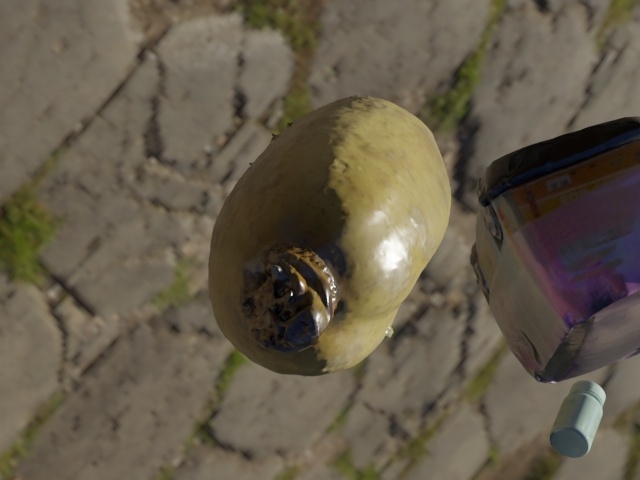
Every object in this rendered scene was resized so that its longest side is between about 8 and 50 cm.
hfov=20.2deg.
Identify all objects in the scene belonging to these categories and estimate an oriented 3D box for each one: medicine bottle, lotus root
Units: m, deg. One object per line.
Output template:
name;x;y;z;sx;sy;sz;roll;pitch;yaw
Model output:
medicine bottle;0.285;0.197;1.986;0.083;0.047;0.047;-59;162;-45
lotus root;0.000;0.000;1.257;0.169;0.151;0.343;-62;176;23

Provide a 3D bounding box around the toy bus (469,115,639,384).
toy bus;0.240;0.030;1.694;0.171;0.162;0.386;-18;165;-2
